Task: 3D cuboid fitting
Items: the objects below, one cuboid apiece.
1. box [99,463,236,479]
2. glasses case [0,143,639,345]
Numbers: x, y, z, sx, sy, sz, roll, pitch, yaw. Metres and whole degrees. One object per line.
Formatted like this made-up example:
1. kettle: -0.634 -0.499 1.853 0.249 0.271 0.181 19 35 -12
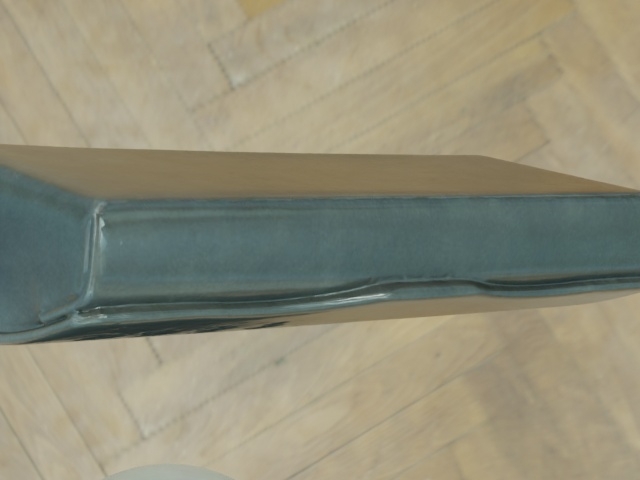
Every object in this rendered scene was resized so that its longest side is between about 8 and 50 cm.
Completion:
1. box: -0.072 0.281 0.700 0.289 0.141 0.349 58 42 -22
2. glasses case: 0.001 0.000 0.431 0.190 0.072 0.042 -1 95 -44
